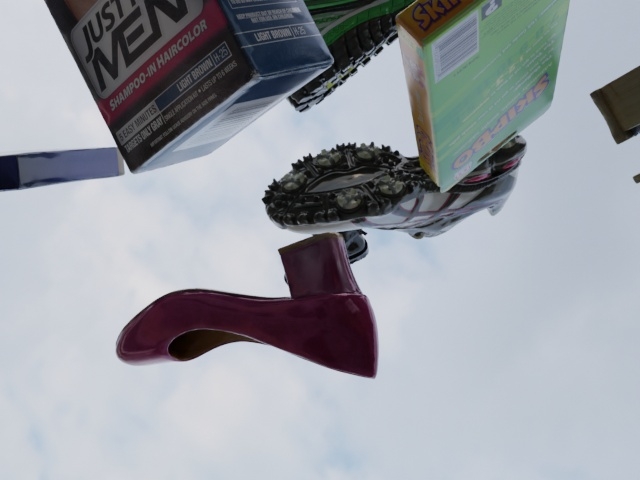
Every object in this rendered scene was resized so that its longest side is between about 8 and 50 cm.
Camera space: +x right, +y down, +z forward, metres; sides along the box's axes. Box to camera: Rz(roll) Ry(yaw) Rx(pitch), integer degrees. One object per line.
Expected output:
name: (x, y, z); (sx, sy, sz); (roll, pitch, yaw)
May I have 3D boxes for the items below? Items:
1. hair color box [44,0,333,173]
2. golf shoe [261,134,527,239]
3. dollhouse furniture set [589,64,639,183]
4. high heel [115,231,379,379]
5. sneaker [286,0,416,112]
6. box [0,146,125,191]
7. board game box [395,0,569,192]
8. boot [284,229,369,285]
hair color box: (-0.150, -0.249, 0.731); (0.174, 0.105, 0.347); (-29, -94, 40)
golf shoe: (0.080, -0.041, 0.916); (0.120, 0.273, 0.105); (84, -11, -45)
dollhouse furniture set: (0.411, -0.119, 0.956); (0.183, 0.129, 0.129); (62, -31, 2)
high heel: (-0.065, 0.090, 0.730); (0.244, 0.082, 0.117); (-23, -111, 20)
sneaker: (0.061, -0.302, 1.020); (0.146, 0.344, 0.134); (50, -18, -1)
box: (-0.303, -0.067, 0.866); (0.137, 0.225, 0.036); (-1, -82, 16)
board game box: (0.122, -0.122, 0.655); (0.124, 0.259, 0.039); (-38, -112, -3)
boot: (0.000, 0.001, 1.083); (0.121, 0.099, 0.045); (-25, -129, -1)
